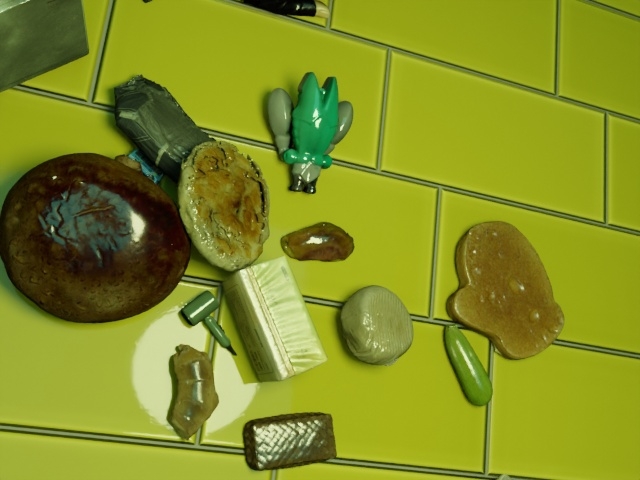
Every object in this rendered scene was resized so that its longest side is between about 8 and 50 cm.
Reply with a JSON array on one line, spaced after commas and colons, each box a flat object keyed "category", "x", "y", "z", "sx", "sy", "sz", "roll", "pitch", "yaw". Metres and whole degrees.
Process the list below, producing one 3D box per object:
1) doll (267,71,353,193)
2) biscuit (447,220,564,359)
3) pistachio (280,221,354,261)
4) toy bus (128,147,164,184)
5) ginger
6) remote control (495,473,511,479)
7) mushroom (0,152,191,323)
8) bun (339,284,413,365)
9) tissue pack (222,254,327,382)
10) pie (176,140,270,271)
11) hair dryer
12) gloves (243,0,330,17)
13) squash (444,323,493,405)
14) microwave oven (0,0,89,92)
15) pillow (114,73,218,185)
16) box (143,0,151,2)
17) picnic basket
[{"category": "doll", "x": -0.040, "y": -0.248, "z": 1.569, "sx": 0.195, "sy": 0.153, "sz": 0.258, "roll": 36, "pitch": 85, "yaw": -28}, {"category": "biscuit", "x": 0.427, "y": 0.128, "z": 1.682, "sx": 0.287, "sy": 0.057, "sz": 0.343, "roll": -26, "pitch": 88, "yaw": -23}, {"category": "pistachio", "x": 0.000, "y": 0.000, "z": 1.563, "sx": 0.173, "sy": 0.049, "sz": 0.089, "roll": 2, "pitch": 76, "yaw": -20}, {"category": "toy bus", "x": -0.367, "y": -0.152, "z": 1.472, "sx": 0.083, "sy": 0.038, "sz": 0.046, "roll": 44, "pitch": 64, "yaw": -6}, {"category": "ginger", "x": -0.254, "y": 0.299, "z": 1.393, "sx": 0.095, "sy": 0.069, "sz": 0.190, "roll": -6, "pitch": 80, "yaw": 4}, {"category": "remote control", "x": 0.315, "y": 0.642, "z": 1.530, "sx": 0.313, "sy": 0.055, "sz": 0.109, "roll": -33, "pitch": 97, "yaw": -19}, {"category": "mushroom", "x": -0.428, "y": 0.000, "z": 1.325, "sx": 0.345, "sy": 0.239, "sz": 0.345, "roll": -1, "pitch": 80, "yaw": 5}, {"category": "bun", "x": 0.112, "y": 0.191, "z": 1.524, "sx": 0.166, "sy": 0.113, "sz": 0.173, "roll": 42, "pitch": 44, "yaw": -11}, {"category": "tissue pack", "x": -0.096, "y": 0.164, "z": 1.430, "sx": 0.125, "sy": 0.159, "sz": 0.234, "roll": -20, "pitch": 85, "yaw": -22}, {"category": "pie", "x": -0.187, "y": -0.072, "z": 1.418, "sx": 0.274, "sy": 0.055, "sz": 0.274, "roll": 24, "pitch": 60, "yaw": -50}, {"category": "hair dryer", "x": -0.219, "y": 0.182, "z": 1.453, "sx": 0.071, "sy": 0.047, "sz": 0.150, "roll": -39, "pitch": 103, "yaw": -21}, {"category": "gloves", "x": -0.053, "y": -0.619, "z": 1.648, "sx": 0.301, "sy": 0.152, "sz": 0.197, "roll": -18, "pitch": 112, "yaw": -36}, {"category": "squash", "x": 0.337, "y": 0.284, "z": 1.612, "sx": 0.066, "sy": 0.066, "sz": 0.201, "roll": -20, "pitch": 82, "yaw": -23}, {"category": "microwave oven", "x": -0.672, "y": -0.410, "z": 1.249, "sx": 0.432, "sy": 0.374, "sz": 0.236, "roll": -31, "pitch": 90, "yaw": -19}, {"category": "pillow", "x": -0.304, "y": -0.210, "z": 1.474, "sx": 0.335, "sy": 0.092, "sz": 0.161, "roll": 43, "pitch": 40, "yaw": -4}, {"category": "box", "x": -0.368, "y": -0.689, "z": 1.517, "sx": 0.153, "sy": 0.188, "sz": 0.252, "roll": -28, "pitch": 86, "yaw": -23}, {"category": "picnic basket", "x": -0.059, "y": 0.412, "z": 1.445, "sx": 0.193, "sy": 0.055, "sz": 0.110, "roll": -3, "pitch": 79, "yaw": -19}]
